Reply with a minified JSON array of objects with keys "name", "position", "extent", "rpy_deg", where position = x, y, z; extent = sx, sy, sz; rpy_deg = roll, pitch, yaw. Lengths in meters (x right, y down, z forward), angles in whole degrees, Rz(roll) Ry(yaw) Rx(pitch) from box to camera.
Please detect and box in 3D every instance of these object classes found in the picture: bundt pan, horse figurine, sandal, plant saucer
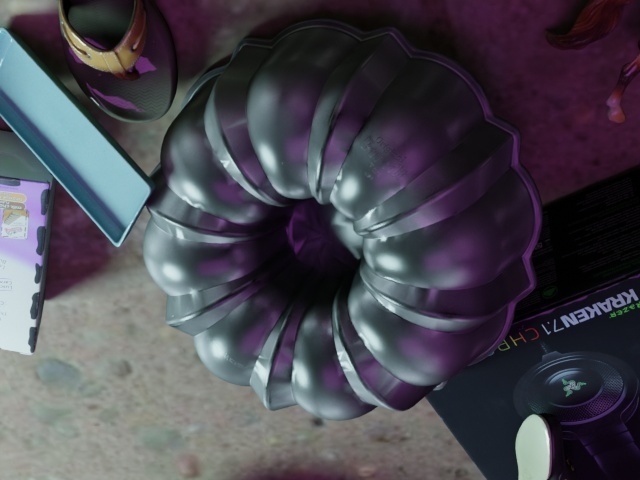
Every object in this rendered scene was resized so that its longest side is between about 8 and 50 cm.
[{"name":"bundt pan","position":[0.000,0.000,1.248],"extent":[0.331,0.124,0.330],"rpy_deg":[7,113,18]},{"name":"horse figurine","position":[0.313,-0.169,1.226],"extent":[0.263,0.066,0.174],"rpy_deg":[0,137,-4]},{"name":"sandal","position":[-0.161,-0.177,1.225],"extent":[0.090,0.060,0.219],"rpy_deg":[0,130,1]},{"name":"plant saucer","position":[-0.201,-0.084,1.257],"extent":[0.192,0.018,0.067],"rpy_deg":[46,126,17]}]

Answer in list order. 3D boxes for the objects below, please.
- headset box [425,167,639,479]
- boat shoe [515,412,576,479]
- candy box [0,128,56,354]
[{"name":"headset box","position":[0.238,0.113,1.418],"extent":[0.246,0.131,0.283],"rpy_deg":[-22,127,19]},{"name":"boat shoe","position":[0.197,0.199,1.380],"extent":[0.042,0.049,0.133],"rpy_deg":[-18,126,-19]},{"name":"candy box","position":[-0.315,-0.003,1.365],"extent":[0.165,0.070,0.196],"rpy_deg":[8,129,-7]}]
